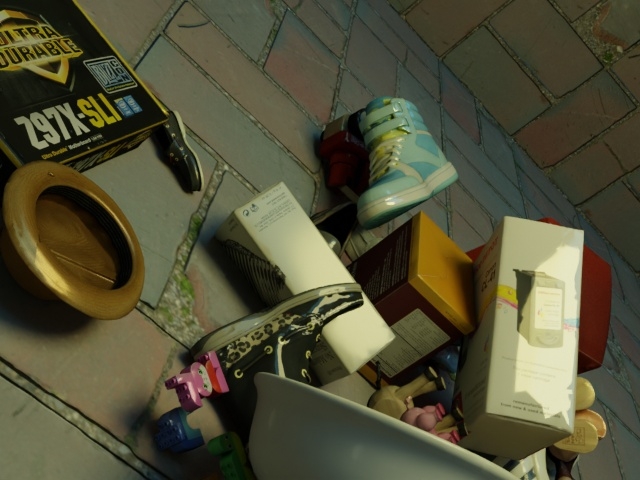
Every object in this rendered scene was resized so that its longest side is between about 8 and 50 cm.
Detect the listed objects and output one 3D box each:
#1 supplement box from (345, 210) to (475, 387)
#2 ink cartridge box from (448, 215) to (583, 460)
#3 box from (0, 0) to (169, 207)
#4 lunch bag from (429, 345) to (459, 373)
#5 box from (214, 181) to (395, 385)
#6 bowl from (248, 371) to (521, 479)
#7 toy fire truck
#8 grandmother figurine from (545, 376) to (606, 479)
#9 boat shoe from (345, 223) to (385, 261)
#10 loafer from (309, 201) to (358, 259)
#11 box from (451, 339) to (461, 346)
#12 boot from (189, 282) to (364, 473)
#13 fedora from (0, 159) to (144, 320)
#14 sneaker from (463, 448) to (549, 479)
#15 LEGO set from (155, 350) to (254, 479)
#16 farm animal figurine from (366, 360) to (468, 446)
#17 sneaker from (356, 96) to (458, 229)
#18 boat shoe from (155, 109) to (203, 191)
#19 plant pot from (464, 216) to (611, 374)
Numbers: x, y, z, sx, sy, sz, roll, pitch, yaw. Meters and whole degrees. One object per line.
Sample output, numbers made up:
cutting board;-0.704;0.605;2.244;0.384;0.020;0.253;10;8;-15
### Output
supplement box;0.127;0.093;1.321;0.129;0.194;0.191;43;28;-17
ink cartridge box;0.290;0.152;1.251;0.131;0.226;0.306;11;64;-1
box;-0.361;-0.200;1.031;0.257;0.079;0.322;53;26;-4
lunch bag;0.211;0.194;1.496;0.071;0.053;0.083;42;18;-24
box;-0.025;0.063;1.180;0.094;0.113;0.275;-34;86;-28
bowl;0.044;0.251;0.835;0.298;0.298;0.134;34;71;-34
toy fire truck;0.105;-0.107;1.621;0.217;0.158;0.246;30;58;-31
grandmother figurine;0.437;0.353;1.488;0.342;0.104;0.207;62;37;-67
boat shoe;0.114;0.037;1.497;0.079;0.081;0.227;-2;59;-59
loafer;0.000;0.000;1.355;0.096;0.084;0.267;49;26;-8
box;0.241;0.107;1.542;0.159;0.044;0.233;9;31;-22
boot;-0.023;0.164;1.035;0.236;0.085;0.178;-20;75;-23
fedora;-0.275;0.011;0.892;0.194;0.079;0.194;45;29;-34
sneaker;0.292;0.380;1.344;0.131;0.148;0.350;78;13;-64
LEGO set;-0.131;0.240;0.858;0.093;0.087;0.227;0;64;-55
farm animal figurine;0.153;0.367;1.083;0.326;0.172;0.330;52;16;-30
sneaker;0.112;-0.146;1.468;0.208;0.127;0.319;61;30;0
boat shoe;-0.210;-0.128;1.225;0.042;0.049;0.133;-19;79;-33
plant pot;0.436;0.151;1.704;0.267;0.267;0.235;30;46;-38
